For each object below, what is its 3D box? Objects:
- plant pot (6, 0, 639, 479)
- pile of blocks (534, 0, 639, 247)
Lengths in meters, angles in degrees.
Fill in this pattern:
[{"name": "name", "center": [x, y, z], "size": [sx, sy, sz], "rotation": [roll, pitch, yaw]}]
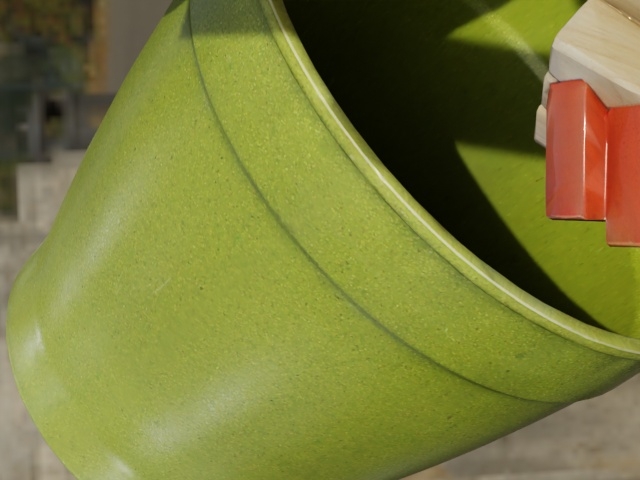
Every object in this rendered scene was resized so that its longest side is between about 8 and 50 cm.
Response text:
[{"name": "plant pot", "center": [0.000, 0.000, 1.114], "size": [0.353, 0.366, 0.366], "rotation": [-41, 43, 35]}, {"name": "pile of blocks", "center": [0.195, 0.048, 0.542], "size": [0.362, 0.112, 0.149], "rotation": [43, 160, -4]}]
